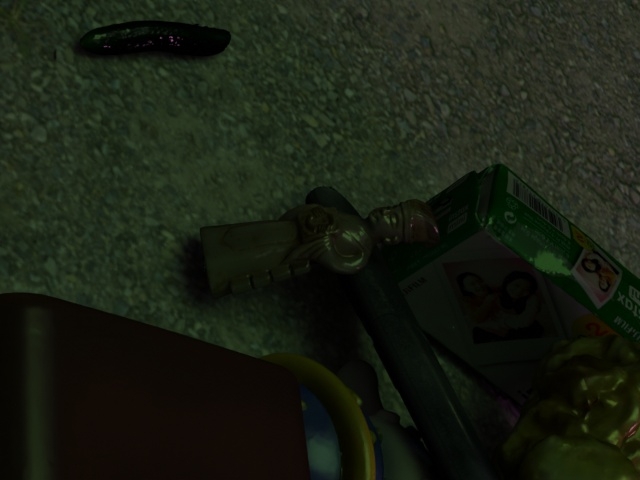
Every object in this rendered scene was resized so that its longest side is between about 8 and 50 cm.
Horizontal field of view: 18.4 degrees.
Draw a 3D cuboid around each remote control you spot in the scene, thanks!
[{"bbox_3d":[0.080,0.108,1.786,0.377,0.044,0.107,63,5,38],"label":"remote control"}]

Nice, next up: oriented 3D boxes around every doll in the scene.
[{"bbox_3d":[0.024,0.230,1.694,0.311,0.159,0.242,49,8,31],"label":"doll"}]

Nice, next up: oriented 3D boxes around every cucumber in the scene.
[{"bbox_3d":[-0.150,-0.191,1.862,0.184,0.036,0.033,-4,48,-42],"label":"cucumber"}]

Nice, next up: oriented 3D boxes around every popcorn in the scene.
[{"bbox_3d":[0.249,0.195,1.834,0.174,0.286,0.225,12,69,9],"label":"popcorn"}]

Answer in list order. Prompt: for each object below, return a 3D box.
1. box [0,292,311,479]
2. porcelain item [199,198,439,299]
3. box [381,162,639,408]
[{"bbox_3d":[-0.176,0.198,1.438,0.339,0.239,0.229,20,58,-47],"label":"box"},{"bbox_3d":[0.000,0.000,1.783,0.213,0.054,0.084,-11,50,0],"label":"porcelain item"},{"bbox_3d":[0.196,0.050,1.938,0.250,0.180,0.103,38,43,-18],"label":"box"}]
